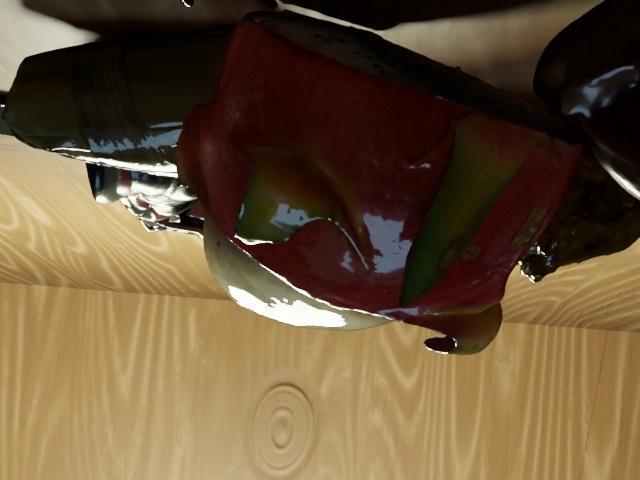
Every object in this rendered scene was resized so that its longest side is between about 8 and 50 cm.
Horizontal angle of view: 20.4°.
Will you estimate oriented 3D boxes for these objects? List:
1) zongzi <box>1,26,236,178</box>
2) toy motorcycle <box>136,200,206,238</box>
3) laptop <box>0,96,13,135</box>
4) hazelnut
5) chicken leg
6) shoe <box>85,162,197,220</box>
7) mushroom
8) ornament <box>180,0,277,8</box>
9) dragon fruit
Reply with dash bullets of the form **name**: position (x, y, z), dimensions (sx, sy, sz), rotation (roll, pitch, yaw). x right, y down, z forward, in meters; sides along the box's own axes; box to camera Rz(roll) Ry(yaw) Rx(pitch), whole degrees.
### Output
- **zongzi**: position (-0.132, -0.096, 1.509), dimensions (0.221, 0.112, 0.242), rotation (1, 163, 14)
- **toy motorcycle**: position (-0.152, -0.046, 2.048), dimensions (0.118, 0.084, 0.212), rotation (11, 170, 21)
- **laptop**: position (-0.261, -0.120, 1.828), dimensions (0.197, 0.016, 0.135), rotation (8, 170, -29)
- **hazelnut**: position (0.242, -0.091, 1.184), dimensions (0.170, 0.160, 0.202), rotation (44, 155, -26)
- **chicken leg**: position (0.228, -0.047, 1.663), dimensions (0.211, 0.140, 0.361), rotation (24, -163, 38)
- **shoe**: position (-0.138, -0.088, 1.681), dimensions (0.137, 0.114, 0.291), rotation (-12, 176, 5)
- **mushroom**: position (0.000, 0.000, 1.800), dimensions (0.255, 0.184, 0.255), rotation (-1, 163, 0)
- **ornament**: position (-0.076, -0.184, 1.216), dimensions (0.073, 0.028, 0.125), rotation (3, 174, 12)
- **dragon fruit**: position (0.031, -0.046, 1.279), dimensions (0.291, 0.189, 0.290), rotation (24, -169, -5)
